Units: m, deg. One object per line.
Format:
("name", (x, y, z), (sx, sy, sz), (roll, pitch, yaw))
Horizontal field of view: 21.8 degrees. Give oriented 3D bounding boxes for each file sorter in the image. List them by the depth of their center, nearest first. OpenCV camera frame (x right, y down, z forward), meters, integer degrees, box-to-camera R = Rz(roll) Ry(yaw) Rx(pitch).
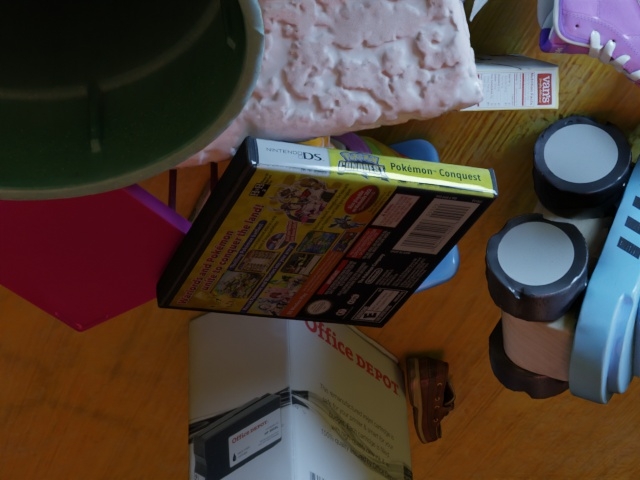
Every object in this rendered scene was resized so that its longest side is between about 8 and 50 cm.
("file sorter", (-0.260, -0.076, 1.658), (0.202, 0.182, 0.291), (-25, 139, 27))

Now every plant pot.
("plant pot", (-0.214, -0.260, 1.192), (0.341, 0.334, 0.341), (-2, 145, -1))

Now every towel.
("towel", (-0.051, -0.229, 1.436), (0.332, 0.053, 0.317), (-11, 112, 10))

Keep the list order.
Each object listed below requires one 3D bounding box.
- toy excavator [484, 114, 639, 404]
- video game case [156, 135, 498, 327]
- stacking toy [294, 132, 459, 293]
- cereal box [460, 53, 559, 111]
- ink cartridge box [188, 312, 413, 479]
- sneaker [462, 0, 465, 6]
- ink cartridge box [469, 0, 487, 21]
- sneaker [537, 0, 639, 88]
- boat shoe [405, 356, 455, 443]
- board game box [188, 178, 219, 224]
("toy excavator", (0.444, 0.010, 1.803), (0.445, 0.433, 0.222), (17, 148, 17))
("video game case", (0.000, 0.000, 1.599), (0.248, 0.035, 0.275), (6, 148, -22))
("stacking toy", (0.018, -0.054, 1.677), (0.166, 0.175, 0.302), (-16, 158, 15))
("cereal box", (0.098, -0.155, 1.621), (0.240, 0.173, 0.047), (-2, 101, -6))
("ink cartridge box", (-0.018, 0.293, 2.028), (0.166, 0.395, 0.285), (-22, 141, 26))
("sneaker", (0.006, -0.220, 1.563), (0.281, 0.106, 0.162), (1, 157, 4))
("ink cartridge box", (0.174, -0.314, 1.409), (0.056, 0.181, 0.224), (38, 160, 10))
("sneaker", (0.289, -0.172, 1.551), (0.161, 0.102, 0.282), (-24, 101, -5))
("boat shoe", (0.152, 0.217, 2.222), (0.060, 0.064, 0.178), (-6, 142, 5))
("board game box", (-0.097, -0.030, 1.882), (0.090, 0.020, 0.090), (9, 141, -19))
